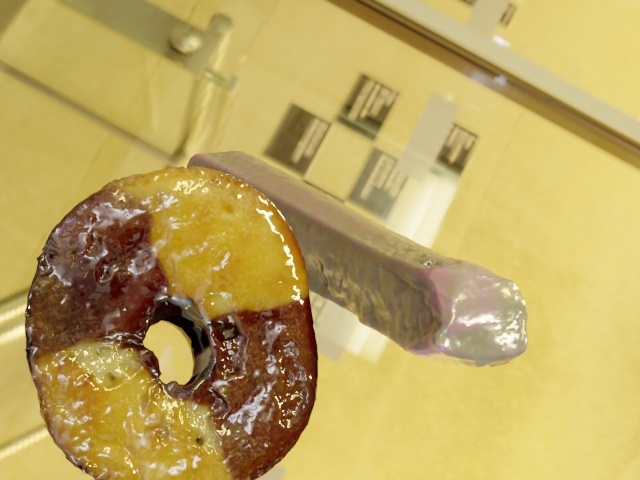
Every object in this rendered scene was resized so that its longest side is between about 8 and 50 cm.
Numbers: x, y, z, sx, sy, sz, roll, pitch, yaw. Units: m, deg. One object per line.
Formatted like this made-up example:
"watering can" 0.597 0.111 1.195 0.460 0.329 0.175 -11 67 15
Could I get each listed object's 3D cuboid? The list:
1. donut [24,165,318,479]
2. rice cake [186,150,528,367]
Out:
"donut" -0.085 0.052 0.632 0.166 0.184 0.073 -24 -173 -17
"rice cake" 0.001 0.000 0.787 0.399 0.070 0.064 28 -68 56
